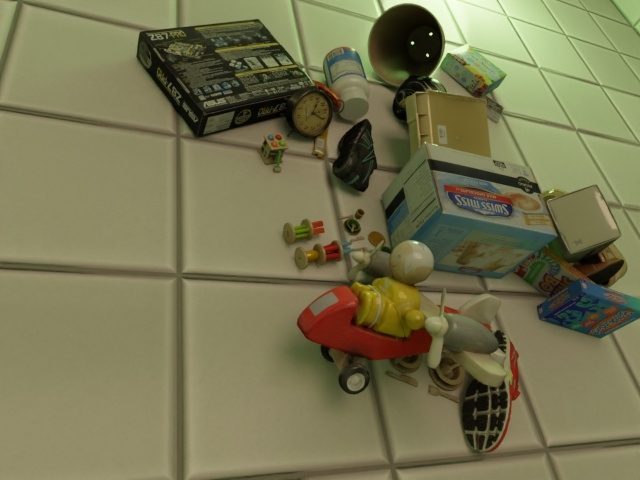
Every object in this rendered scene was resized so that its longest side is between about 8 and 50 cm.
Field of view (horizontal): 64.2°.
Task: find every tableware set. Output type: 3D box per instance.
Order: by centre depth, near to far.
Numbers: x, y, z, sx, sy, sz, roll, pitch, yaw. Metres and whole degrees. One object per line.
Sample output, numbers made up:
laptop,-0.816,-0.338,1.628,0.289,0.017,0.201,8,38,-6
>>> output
tableware set,0.240,0.268,1.134,0.194,0.039,0.128,23,49,-9
tableware set,0.120,-0.014,1.297,0.104,0.024,0.154,-9,60,-32

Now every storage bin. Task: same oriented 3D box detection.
storage bin,0.361,-0.280,1.484,0.260,0.123,0.262,1,82,-25

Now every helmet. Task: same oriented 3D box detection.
helmet,0.332,-0.434,1.636,0.161,0.169,0.169,37,46,27

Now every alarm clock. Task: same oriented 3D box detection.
alarm clock,-0.016,-0.360,1.416,0.192,0.129,0.064,-16,32,-24

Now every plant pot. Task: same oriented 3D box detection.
plant pot,0.327,-0.680,1.778,0.256,0.256,0.274,40,31,6

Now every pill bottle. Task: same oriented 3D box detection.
pill bottle,0.082,-0.476,1.558,0.124,0.124,0.221,5,55,-23

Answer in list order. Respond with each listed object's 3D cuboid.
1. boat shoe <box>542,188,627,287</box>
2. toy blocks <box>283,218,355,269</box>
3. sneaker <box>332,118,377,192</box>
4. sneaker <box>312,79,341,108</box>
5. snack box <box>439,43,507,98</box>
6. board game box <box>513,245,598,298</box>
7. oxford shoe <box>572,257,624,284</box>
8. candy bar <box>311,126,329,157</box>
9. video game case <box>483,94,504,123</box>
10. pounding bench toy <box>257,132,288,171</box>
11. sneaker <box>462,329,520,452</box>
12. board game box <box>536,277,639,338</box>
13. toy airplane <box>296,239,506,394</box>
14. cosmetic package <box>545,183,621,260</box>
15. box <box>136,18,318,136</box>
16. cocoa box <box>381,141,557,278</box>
boat shoe,0.790,-0.013,1.560,0.110,0.121,0.341,-25,71,-37
toy blocks,0.000,0.000,1.207,0.148,0.054,0.123,-11,62,-32
sneaker,0.106,-0.238,1.430,0.106,0.101,0.267,42,44,-23
sneaker,0.004,-0.440,1.506,0.067,0.064,0.175,-25,51,-34
snack box,0.592,-0.659,1.979,0.207,0.070,0.174,46,50,13
board game box,0.630,0.096,1.398,0.259,0.124,0.039,36,54,3
oxford shoe,0.770,0.089,1.469,0.212,0.076,0.076,-20,42,-7
candy bar,0.002,-0.294,1.453,0.040,0.018,0.161,16,51,-11
video game case,0.644,-0.496,1.924,0.087,0.011,0.122,33,48,1
pounding bench toy,-0.115,-0.227,1.313,0.052,0.065,0.083,-12,62,-33
sneaker,0.396,0.336,1.123,0.118,0.107,0.279,43,53,-27
board game box,0.716,0.184,1.351,0.210,0.160,0.047,17,51,-14
toy airplane,0.197,0.131,1.016,0.386,0.272,0.384,12,20,26
cosmetic package,0.692,-0.032,1.386,0.296,0.129,0.153,22,49,-69
box,-0.247,-0.462,1.406,0.395,0.097,0.318,-27,72,-38
cocoa box,0.374,-0.066,1.321,0.347,0.231,0.228,9,54,-21
